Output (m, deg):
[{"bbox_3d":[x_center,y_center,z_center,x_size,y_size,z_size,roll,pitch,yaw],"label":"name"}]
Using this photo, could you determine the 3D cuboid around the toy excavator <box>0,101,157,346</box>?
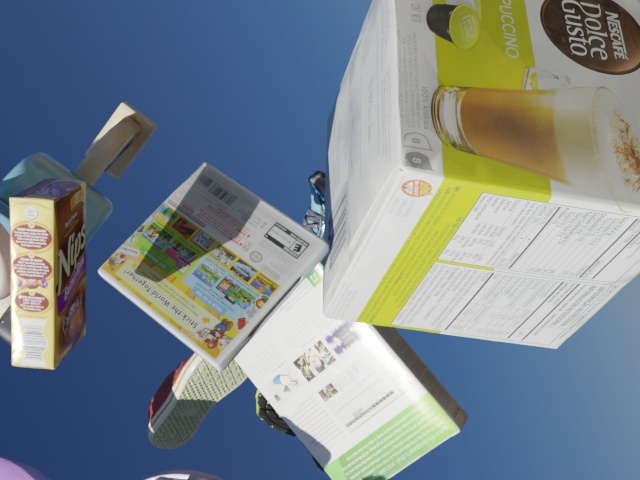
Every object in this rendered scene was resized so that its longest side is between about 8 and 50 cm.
[{"bbox_3d":[-0.424,-0.062,1.513,0.222,0.445,0.433,39,170,-8],"label":"toy excavator"}]

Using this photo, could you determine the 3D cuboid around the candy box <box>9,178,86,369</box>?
[{"bbox_3d":[-0.295,0.033,0.991,0.109,0.053,0.186,-78,-9,-75],"label":"candy box"}]

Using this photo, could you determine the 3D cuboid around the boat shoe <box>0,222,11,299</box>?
[{"bbox_3d":[-0.516,0.000,1.047,0.158,0.341,0.127,-17,-59,-57],"label":"boat shoe"}]

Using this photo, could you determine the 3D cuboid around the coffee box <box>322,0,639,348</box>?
[{"bbox_3d":[0.203,-0.100,1.126,0.338,0.334,0.337,114,161,-56],"label":"coffee box"}]

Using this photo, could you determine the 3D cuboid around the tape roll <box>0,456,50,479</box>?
[{"bbox_3d":[-0.553,0.491,1.477,0.090,0.275,0.274,81,175,-71],"label":"tape roll"}]

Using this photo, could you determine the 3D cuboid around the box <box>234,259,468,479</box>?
[{"bbox_3d":[0.031,0.207,1.358,0.322,0.232,0.058,51,-151,5],"label":"box"}]

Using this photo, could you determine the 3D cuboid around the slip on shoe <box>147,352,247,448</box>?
[{"bbox_3d":[-0.224,0.251,1.684,0.123,0.331,0.101,19,-148,-34],"label":"slip on shoe"}]

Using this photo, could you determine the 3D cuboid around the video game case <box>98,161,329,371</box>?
[{"bbox_3d":[-0.138,0.026,1.156,0.227,0.206,0.026,34,162,27],"label":"video game case"}]

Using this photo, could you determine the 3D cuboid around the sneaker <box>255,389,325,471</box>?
[{"bbox_3d":[-0.006,0.305,1.612,0.300,0.111,0.121,49,-166,-32],"label":"sneaker"}]

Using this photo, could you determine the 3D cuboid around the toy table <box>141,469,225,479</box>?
[{"bbox_3d":[-0.297,0.588,1.893,0.161,0.274,0.252,-38,-60,-76],"label":"toy table"}]

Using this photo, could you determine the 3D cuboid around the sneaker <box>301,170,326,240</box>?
[{"bbox_3d":[0.000,0.000,1.738,0.104,0.125,0.261,-136,33,-73],"label":"sneaker"}]
